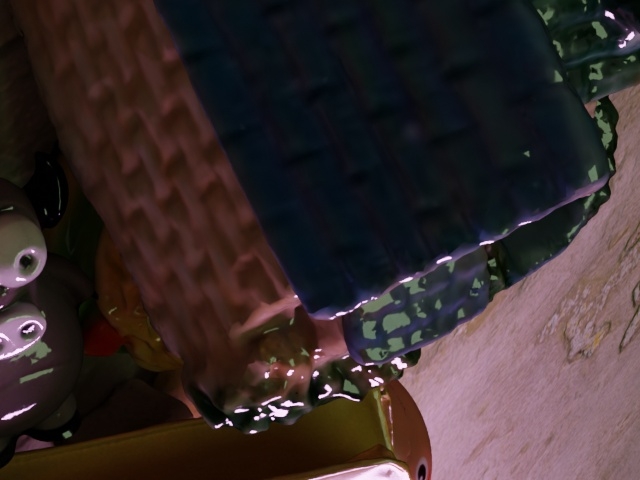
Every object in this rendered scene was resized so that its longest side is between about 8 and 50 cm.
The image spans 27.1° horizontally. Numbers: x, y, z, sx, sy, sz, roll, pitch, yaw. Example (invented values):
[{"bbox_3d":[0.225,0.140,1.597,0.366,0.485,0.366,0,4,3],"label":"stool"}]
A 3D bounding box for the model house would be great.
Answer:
[{"bbox_3d":[0.090,-0.139,0.907,0.445,0.400,0.395,-21,82,-34],"label":"model house"}]

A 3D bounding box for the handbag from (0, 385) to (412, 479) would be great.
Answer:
[{"bbox_3d":[-0.119,0.267,1.103,0.401,0.133,0.283,-13,129,-7],"label":"handbag"}]

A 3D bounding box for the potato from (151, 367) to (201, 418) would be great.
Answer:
[{"bbox_3d":[-0.124,0.138,1.255,0.083,0.062,0.068,27,114,-37],"label":"potato"}]

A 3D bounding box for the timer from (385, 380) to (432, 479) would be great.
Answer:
[{"bbox_3d":[-0.004,0.221,1.318,0.230,0.229,0.215,-61,178,-15],"label":"timer"}]

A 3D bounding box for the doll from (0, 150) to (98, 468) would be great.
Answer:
[{"bbox_3d":[-0.248,0.053,0.953,0.182,0.117,0.257,-25,134,-25],"label":"doll"}]

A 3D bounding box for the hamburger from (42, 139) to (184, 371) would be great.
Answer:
[{"bbox_3d":[-0.122,0.005,1.098,0.237,0.149,0.237,-37,137,-44],"label":"hamburger"}]

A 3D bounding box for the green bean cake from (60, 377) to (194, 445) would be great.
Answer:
[{"bbox_3d":[-0.167,0.227,1.216,0.109,0.085,0.179,-44,142,-39],"label":"green bean cake"}]
